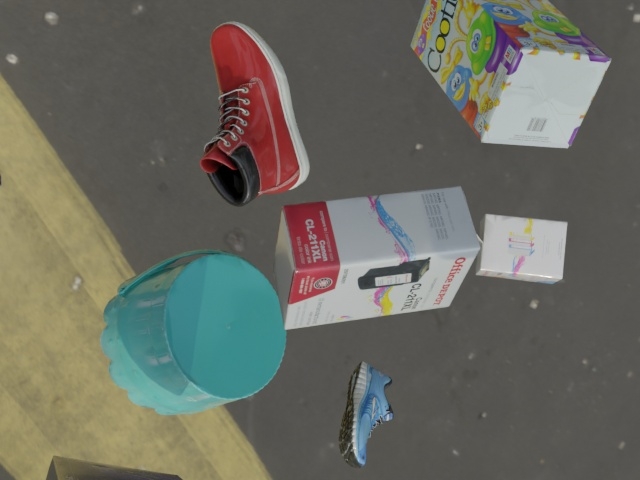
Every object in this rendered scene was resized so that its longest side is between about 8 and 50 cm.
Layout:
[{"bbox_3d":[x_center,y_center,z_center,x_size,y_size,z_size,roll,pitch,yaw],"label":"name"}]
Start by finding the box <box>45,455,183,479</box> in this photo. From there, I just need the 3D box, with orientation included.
[{"bbox_3d":[-0.255,0.348,1.110,0.184,0.261,0.103,12,80,-17],"label":"box"}]

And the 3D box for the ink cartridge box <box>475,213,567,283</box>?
[{"bbox_3d":[0.302,0.013,1.373,0.143,0.092,0.090,6,82,6],"label":"ink cartridge box"}]

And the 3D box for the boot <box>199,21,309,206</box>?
[{"bbox_3d":[-0.114,-0.170,1.156,0.176,0.088,0.244,-24,94,-57],"label":"boot"}]

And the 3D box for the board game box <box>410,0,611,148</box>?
[{"bbox_3d":[0.256,-0.267,1.239,0.144,0.275,0.142,1,128,-22],"label":"board game box"}]

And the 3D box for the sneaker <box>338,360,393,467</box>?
[{"bbox_3d":[0.074,0.257,1.290,0.073,0.063,0.162,19,56,-7],"label":"sneaker"}]

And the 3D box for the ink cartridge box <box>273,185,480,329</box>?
[{"bbox_3d":[0.049,0.018,0.840,0.175,0.072,0.127,-7,151,-11],"label":"ink cartridge box"}]

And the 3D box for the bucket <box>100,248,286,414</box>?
[{"bbox_3d":[-0.204,0.155,1.477,0.281,0.183,0.281,14,68,-39],"label":"bucket"}]
